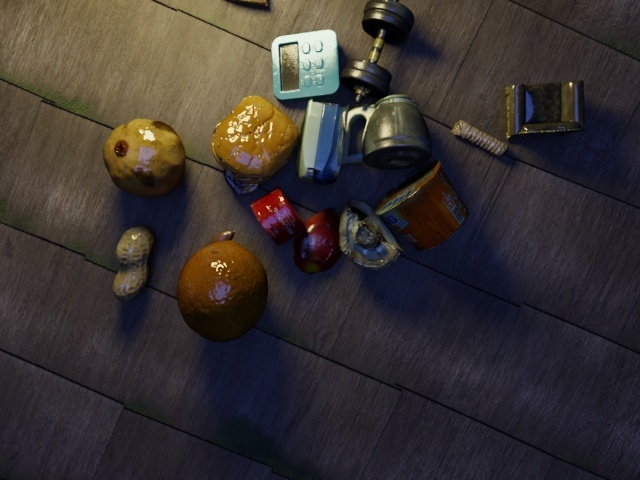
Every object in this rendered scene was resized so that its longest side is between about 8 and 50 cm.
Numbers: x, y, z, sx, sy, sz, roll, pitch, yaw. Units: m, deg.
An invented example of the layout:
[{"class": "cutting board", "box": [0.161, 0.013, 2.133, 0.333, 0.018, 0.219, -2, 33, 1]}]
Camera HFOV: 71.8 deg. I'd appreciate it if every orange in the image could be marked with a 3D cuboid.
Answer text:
[{"class": "orange", "box": [-0.342, 0.187, 1.568, 0.322, 0.322, 0.356, 4, 122, 0]}]

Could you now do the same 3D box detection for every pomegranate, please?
[{"class": "pomegranate", "box": [-0.611, -0.292, 1.559, 0.281, 0.281, 0.281, 0, 95, 0]}]

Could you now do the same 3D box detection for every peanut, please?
[{"class": "peanut", "box": [-0.703, 0.089, 1.652, 0.120, 0.136, 0.298, 15, 97, 33]}]

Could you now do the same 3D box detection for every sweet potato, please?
[{"class": "sweet potato", "box": [-0.398, 0.031, 1.683, 0.068, 0.068, 0.226, 38, 108, -3]}]

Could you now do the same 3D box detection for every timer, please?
[{"class": "timer", "box": [-0.056, -0.632, 1.610, 0.250, 0.091, 0.231, -3, 95, 4]}]

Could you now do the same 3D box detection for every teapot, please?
[{"class": "teapot", "box": [0.239, -0.382, 1.595, 0.240, 0.322, 0.239, 8, 76, -40]}]

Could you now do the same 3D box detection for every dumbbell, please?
[{"class": "dumbbell", "box": [0.197, -0.668, 1.555, 0.185, 0.185, 0.388, 20, 94, -1]}]

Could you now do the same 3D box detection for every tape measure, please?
[{"class": "tape measure", "box": [-0.006, -0.330, 1.547, 0.138, 0.262, 0.259, 10, 88, -8]}]

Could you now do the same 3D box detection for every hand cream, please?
[{"class": "hand cream", "box": [-0.151, -0.088, 1.605, 0.125, 0.193, 0.193, -35, 94, 3]}]

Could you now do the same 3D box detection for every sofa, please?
[{"class": "sofa", "box": [0.795, -0.471, 1.567, 0.259, 0.182, 0.199, -3, 94, 1]}]

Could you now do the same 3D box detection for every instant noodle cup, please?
[{"class": "instant noodle cup", "box": [0.366, -0.111, 1.564, 0.296, 0.296, 0.214, -41, 101, 4]}]

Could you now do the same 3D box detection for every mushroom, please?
[{"class": "mushroom", "box": [0.158, -0.011, 1.619, 0.267, 0.189, 0.164, 36, 115, -16]}]

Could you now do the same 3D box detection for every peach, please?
[{"class": "peach", "box": [0.000, 0.002, 1.673, 0.189, 0.068, 0.279, 20, 95, -3]}]

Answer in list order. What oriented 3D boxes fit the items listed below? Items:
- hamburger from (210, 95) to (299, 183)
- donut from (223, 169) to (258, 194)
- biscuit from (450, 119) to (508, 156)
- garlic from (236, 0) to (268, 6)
[{"class": "hamburger", "box": [-0.241, -0.356, 1.572, 0.319, 0.158, 0.318, 2, 76, -7]}, {"class": "donut", "box": [-0.291, -0.240, 1.658, 0.141, 0.059, 0.140, 0, 94, 1]}, {"class": "biscuit", "box": [0.593, -0.375, 1.641, 0.219, 0.055, 0.061, 29, 105, -2]}, {"class": "garlic", "box": [-0.278, -0.913, 1.590, 0.196, 0.087, 0.101, 11, 108, -3]}]
